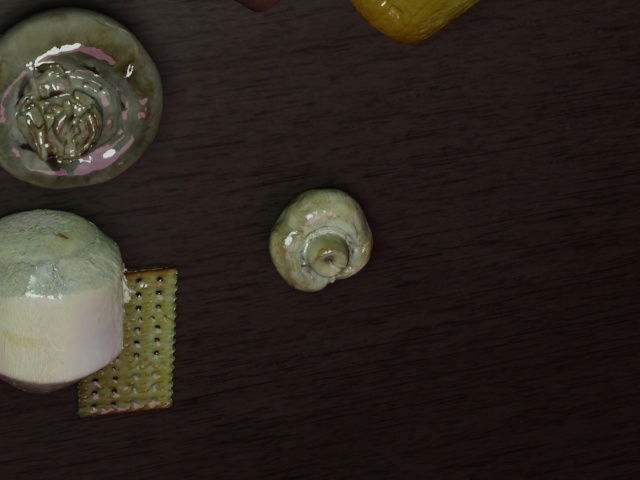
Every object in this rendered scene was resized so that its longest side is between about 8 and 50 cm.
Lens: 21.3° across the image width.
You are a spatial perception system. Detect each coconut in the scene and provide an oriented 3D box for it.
[{"bbox_3d":[-0.344,0.086,2.128,0.224,0.224,0.234,-14,120,-10],"label":"coconut"}]

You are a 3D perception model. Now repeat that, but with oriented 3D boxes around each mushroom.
[{"bbox_3d":[0.000,0.000,2.244,0.148,0.112,0.148,-7,130,-9],"label":"mushroom"},{"bbox_3d":[-0.293,-0.162,2.007,0.226,0.178,0.226,-7,113,-18],"label":"mushroom"}]

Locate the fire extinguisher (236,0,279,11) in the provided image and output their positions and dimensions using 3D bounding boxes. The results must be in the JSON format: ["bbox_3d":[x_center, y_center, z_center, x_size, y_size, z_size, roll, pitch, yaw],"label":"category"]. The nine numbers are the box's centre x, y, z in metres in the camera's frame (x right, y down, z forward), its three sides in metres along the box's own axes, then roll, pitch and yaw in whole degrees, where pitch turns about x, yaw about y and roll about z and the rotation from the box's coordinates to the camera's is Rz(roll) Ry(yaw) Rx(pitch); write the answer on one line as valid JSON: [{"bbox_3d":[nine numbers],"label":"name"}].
[{"bbox_3d":[-0.193,-0.371,1.955,0.344,0.102,0.138,27,111,-30],"label":"fire extinguisher"}]

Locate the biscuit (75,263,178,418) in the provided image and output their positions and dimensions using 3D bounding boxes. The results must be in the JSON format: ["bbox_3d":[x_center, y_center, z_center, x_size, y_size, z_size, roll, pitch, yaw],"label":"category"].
[{"bbox_3d":[-0.262,0.136,2.299,0.139,0.016,0.231,-5,122,-16],"label":"biscuit"}]

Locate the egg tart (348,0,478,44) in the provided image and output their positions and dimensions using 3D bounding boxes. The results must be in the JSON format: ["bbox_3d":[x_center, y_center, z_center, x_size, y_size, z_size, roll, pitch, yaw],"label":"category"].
[{"bbox_3d":[0.108,-0.337,2.040,0.202,0.202,0.147,28,123,-30],"label":"egg tart"}]
